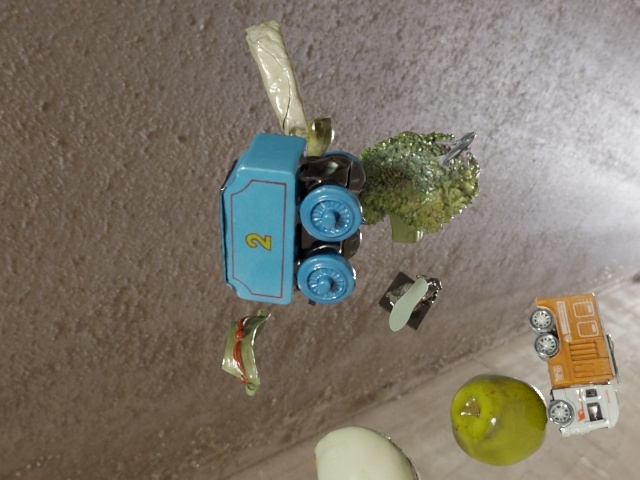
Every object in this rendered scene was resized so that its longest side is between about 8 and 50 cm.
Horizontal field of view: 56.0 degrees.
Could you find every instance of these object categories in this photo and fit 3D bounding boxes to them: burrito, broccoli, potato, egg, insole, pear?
[{"bbox_3d":[-0.092,-0.358,1.355,0.082,0.275,0.059,-17,-176,10],"label":"burrito"},{"bbox_3d":[0.206,-0.122,1.348,0.235,0.288,0.259,6,92,-72],"label":"broccoli"},{"bbox_3d":[-0.046,-0.240,1.512,0.198,0.119,0.054,-22,-174,40],"label":"potato"},{"bbox_3d":[0.098,0.622,1.527,0.264,0.286,0.174,-49,172,30],"label":"egg"},{"bbox_3d":[0.192,0.142,1.326,0.002,0.053,0.152,1,134,-40],"label":"insole"},{"bbox_3d":[0.529,0.529,1.787,0.294,0.294,0.294,-33,143,-30],"label":"pear"}]

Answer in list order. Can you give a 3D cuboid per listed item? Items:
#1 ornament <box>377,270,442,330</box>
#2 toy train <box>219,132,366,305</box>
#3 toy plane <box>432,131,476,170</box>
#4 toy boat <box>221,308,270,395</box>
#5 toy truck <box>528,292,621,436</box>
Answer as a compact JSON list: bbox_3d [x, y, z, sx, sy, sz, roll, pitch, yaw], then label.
[{"bbox_3d":[0.313,0.154,1.907,0.166,0.153,0.196,-53,177,-29],"label":"ornament"},{"bbox_3d":[-0.052,-0.026,1.107,0.188,0.265,0.300,-78,173,-55],"label":"toy train"},{"bbox_3d":[0.232,-0.156,1.025,0.079,0.031,0.083,32,119,-21],"label":"toy plane"},{"bbox_3d":[-0.134,0.191,1.076,0.185,0.071,0.089,-86,-170,-47],"label":"toy boat"},{"bbox_3d":[0.721,0.347,1.694,0.173,0.207,0.387,35,47,-62],"label":"toy truck"}]
